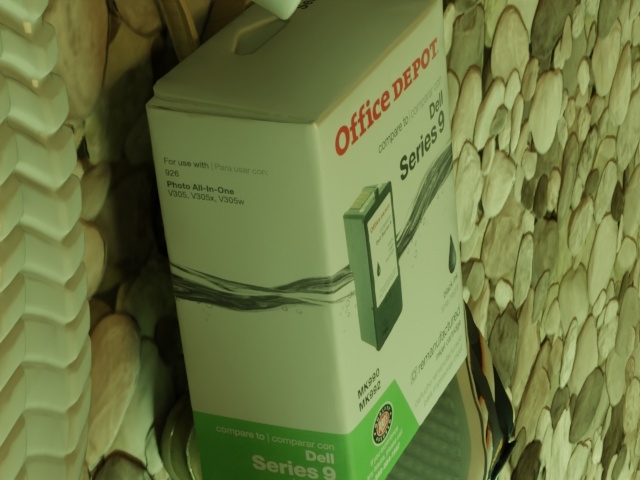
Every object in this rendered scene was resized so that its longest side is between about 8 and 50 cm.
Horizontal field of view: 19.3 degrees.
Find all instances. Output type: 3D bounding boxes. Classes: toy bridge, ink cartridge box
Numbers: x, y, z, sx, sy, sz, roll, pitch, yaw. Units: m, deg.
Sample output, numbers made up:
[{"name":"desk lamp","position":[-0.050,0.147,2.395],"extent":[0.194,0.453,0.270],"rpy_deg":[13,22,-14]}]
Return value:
[{"name":"toy bridge","position":[-0.064,-0.131,1.241],"extent":[0.188,0.026,0.063],"rpy_deg":[39,65,-62]},{"name":"ink cartridge box","position":[0.000,0.000,1.242],"extent":[0.211,0.121,0.289],"rpy_deg":[-50,140,-51]}]

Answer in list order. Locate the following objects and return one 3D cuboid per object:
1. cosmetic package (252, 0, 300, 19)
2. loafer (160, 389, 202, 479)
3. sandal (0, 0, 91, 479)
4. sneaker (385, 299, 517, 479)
[{"name":"cosmetic package","position":[-0.025,-0.256,1.047],"extent":[0.151,0.151,0.184],"rpy_deg":[-61,-176,-33]},{"name":"loafer","position":[-0.070,0.162,1.316],"extent":[0.056,0.050,0.148],"rpy_deg":[-59,148,-36]},{"name":"sandal","position":[-0.188,0.014,0.975],"extent":[0.169,0.102,0.416],"rpy_deg":[-34,122,-77]},{"name":"sneaker","position":[0.088,0.172,1.473],"extent":[0.127,0.126,0.321],"rpy_deg":[56,31,-40]}]
